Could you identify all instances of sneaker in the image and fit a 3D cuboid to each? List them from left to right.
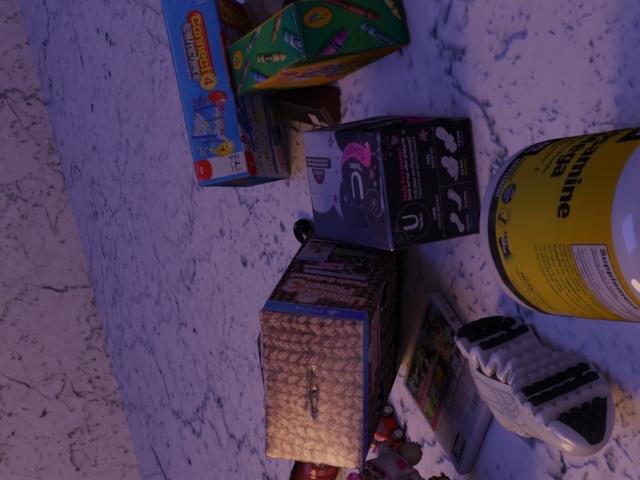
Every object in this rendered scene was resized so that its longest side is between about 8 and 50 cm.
[{"bbox_3d":[0.264,0.192,1.469,0.292,0.110,0.118,-135,32,-64],"label":"sneaker"}]

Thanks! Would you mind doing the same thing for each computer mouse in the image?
[{"bbox_3d":[0.000,0.000,2.032,0.242,0.041,0.071,-165,65,-65],"label":"computer mouse"}]

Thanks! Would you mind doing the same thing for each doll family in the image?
[{"bbox_3d":[0.160,0.377,1.670,0.263,0.163,0.118,27,120,32],"label":"doll family"}]

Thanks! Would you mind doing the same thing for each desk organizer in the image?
[{"bbox_3d":[-0.018,-0.221,1.956,0.130,0.050,0.047,20,153,46],"label":"desk organizer"}]

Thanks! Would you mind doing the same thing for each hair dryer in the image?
[{"bbox_3d":[-0.028,0.381,2.253,0.223,0.080,0.293,-164,76,-72],"label":"hair dryer"}]

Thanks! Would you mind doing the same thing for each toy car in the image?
[{"bbox_3d":[0.055,0.242,2.004,0.225,0.053,0.239,-4,97,66],"label":"toy car"}]

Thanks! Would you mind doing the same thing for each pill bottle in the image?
[{"bbox_3d":[0.311,-0.015,1.149,0.334,0.188,0.188,-2,99,66],"label":"pill bottle"}]

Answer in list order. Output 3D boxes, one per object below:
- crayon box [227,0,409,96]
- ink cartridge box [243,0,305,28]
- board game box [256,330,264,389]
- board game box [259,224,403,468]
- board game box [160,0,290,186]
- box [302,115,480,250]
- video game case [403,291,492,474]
[{"bbox_3d":[-0.010,-0.283,1.770,0.278,0.165,0.081,168,90,-67],"label":"crayon box"},{"bbox_3d":[-0.069,-0.408,1.970,0.150,0.063,0.109,107,144,-49],"label":"ink cartridge box"},{"bbox_3d":[-0.076,0.246,2.237,0.259,0.030,0.136,-102,26,-42],"label":"board game box"},{"bbox_3d":[0.023,0.143,1.736,0.291,0.141,0.232,-60,-28,-62],"label":"board game box"},{"bbox_3d":[-0.150,-0.243,2.010,0.308,0.086,0.302,-14,-87,-79],"label":"board game box"},{"bbox_3d":[0.090,-0.085,1.666,0.247,0.142,0.163,12,112,64],"label":"box"},{"bbox_3d":[0.185,0.205,1.736,0.183,0.023,0.201,58,150,39],"label":"video game case"}]
